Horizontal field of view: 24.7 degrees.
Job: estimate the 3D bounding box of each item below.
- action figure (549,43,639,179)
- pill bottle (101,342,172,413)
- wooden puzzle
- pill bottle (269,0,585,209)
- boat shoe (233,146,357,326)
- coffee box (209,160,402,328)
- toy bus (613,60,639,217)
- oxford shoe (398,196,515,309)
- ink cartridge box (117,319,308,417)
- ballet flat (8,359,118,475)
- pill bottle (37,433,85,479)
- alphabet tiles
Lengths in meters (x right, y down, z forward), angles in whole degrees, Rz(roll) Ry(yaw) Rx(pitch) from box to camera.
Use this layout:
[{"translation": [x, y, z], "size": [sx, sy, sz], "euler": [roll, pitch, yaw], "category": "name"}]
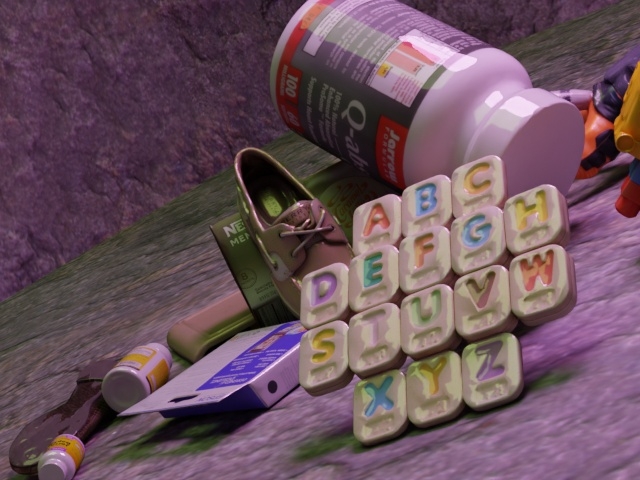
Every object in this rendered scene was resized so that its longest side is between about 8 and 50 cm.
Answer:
[{"translation": [0.373, -0.159, 1.799], "size": [0.330, 0.178, 0.341], "euler": [-32, 6, 22], "category": "action figure"}, {"translation": [-0.232, 0.174, 1.887], "size": [0.065, 0.065, 0.116], "euler": [-22, 10, 21], "category": "pill bottle"}, {"translation": [-0.094, 0.095, 2.043], "size": [0.239, 0.044, 0.221], "euler": [-33, 11, -12], "category": "wooden puzzle"}, {"translation": [0.127, -0.159, 1.775], "size": [0.210, 0.210, 0.363], "euler": [-32, 46, -30], "category": "pill bottle"}, {"translation": [-0.024, -0.001, 1.769], "size": [0.109, 0.098, 0.302], "euler": [-29, 49, -8], "category": "boat shoe"}, {"translation": [0.000, 0.000, 1.910], "size": [0.246, 0.141, 0.098], "euler": [-26, -27, -4], "category": "coffee box"}, {"translation": [0.396, -0.097, 1.460], "size": [0.149, 0.220, 0.211], "euler": [-56, -10, -73], "category": "toy bus"}, {"translation": [0.155, 0.026, 1.605], "size": [0.146, 0.140, 0.397], "euler": [1, 4, -7], "category": "oxford shoe"}, {"translation": [-0.098, 0.158, 1.677], "size": [0.208, 0.045, 0.206], "euler": [-32, 12, -39], "category": "ink cartridge box"}, {"translation": [-0.313, 0.232, 1.848], "size": [0.084, 0.058, 0.250], "euler": [0, 24, 17], "category": "ballet flat"}, {"translation": [-0.300, 0.256, 1.686], "size": [0.043, 0.043, 0.083], "euler": [-25, 10, 7], "category": "pill bottle"}, {"translation": [0.101, 0.048, 1.356], "size": [0.284, 0.021, 0.278], "euler": [-21, 46, 27], "category": "alphabet tiles"}]
